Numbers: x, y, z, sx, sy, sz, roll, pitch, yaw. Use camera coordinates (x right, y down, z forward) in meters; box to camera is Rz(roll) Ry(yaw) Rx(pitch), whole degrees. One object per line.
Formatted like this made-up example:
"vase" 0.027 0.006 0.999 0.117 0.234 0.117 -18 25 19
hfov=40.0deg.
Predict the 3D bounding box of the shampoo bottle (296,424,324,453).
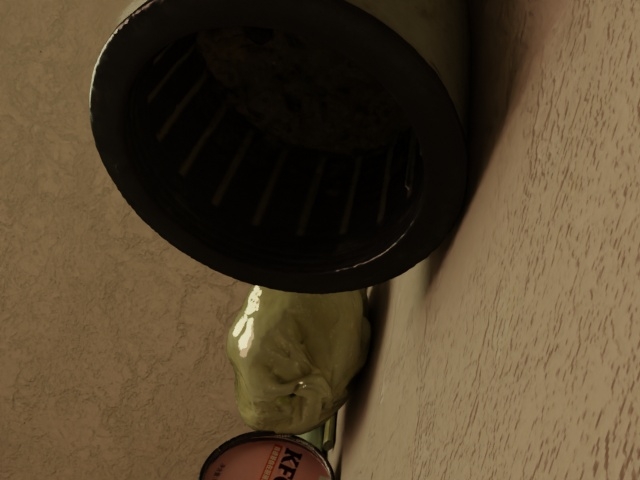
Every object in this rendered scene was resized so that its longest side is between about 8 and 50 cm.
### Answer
"shampoo bottle" -0.021 0.279 1.183 0.212 0.049 0.072 -87 10 -71

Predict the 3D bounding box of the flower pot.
"flower pot" 0.002 -0.168 0.768 0.293 0.294 0.330 107 -178 -48

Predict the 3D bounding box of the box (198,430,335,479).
"box" -0.063 0.315 0.996 0.151 0.151 0.135 -82 -1 -56

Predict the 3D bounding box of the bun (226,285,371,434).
"bun" -0.012 0.120 0.993 0.229 0.145 0.229 -42 -29 -30

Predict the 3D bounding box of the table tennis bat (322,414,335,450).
"table tennis bat" 0.015 0.216 1.152 0.156 0.013 0.087 -82 7 -60
